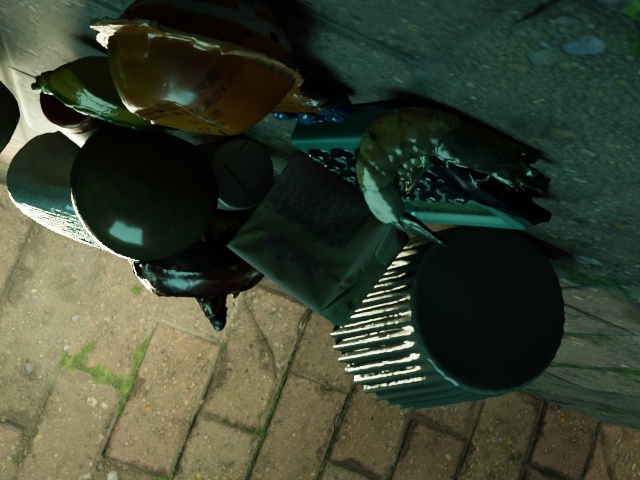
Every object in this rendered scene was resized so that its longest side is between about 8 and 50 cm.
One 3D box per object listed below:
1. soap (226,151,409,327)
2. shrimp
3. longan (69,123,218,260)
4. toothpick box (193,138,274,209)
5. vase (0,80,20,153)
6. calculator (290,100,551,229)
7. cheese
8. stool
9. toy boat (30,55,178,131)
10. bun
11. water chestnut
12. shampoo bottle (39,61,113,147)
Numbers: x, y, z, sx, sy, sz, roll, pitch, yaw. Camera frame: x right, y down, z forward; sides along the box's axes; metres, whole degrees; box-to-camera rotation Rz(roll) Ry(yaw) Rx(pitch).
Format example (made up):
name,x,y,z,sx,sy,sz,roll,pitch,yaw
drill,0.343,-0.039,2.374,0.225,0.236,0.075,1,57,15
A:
name,x,y,z,sx,sy,sz,roll,pitch,yaw
soap,0.000,0.000,1.405,0.199,0.182,0.138,35,178,26
shrimp,0.141,-0.065,1.040,0.217,0.150,0.051,17,-157,-8
longan,-0.256,-0.070,1.347,0.212,0.198,0.198,41,166,-11
toothpick box,-0.160,-0.104,1.495,0.111,0.111,0.181,26,170,-27
vase,-0.688,-0.266,1.506,0.329,0.241,0.302,47,-166,20
calculator,0.118,-0.085,1.183,0.274,0.058,0.248,29,167,-34
cheese,-0.093,-0.170,0.965,0.217,0.129,0.329,10,177,36
stool,0.201,0.119,1.496,0.297,0.297,0.330,23,165,-11
toy boat,-0.273,-0.195,1.283,0.230,0.088,0.088,13,160,-28
bun,-0.442,-0.095,1.885,0.355,0.194,0.354,19,167,4
water chestnut,-0.211,0.024,1.706,0.300,0.300,0.300,20,170,4
shampoo bottle,-0.331,-0.177,1.469,0.104,0.104,0.278,18,170,13
